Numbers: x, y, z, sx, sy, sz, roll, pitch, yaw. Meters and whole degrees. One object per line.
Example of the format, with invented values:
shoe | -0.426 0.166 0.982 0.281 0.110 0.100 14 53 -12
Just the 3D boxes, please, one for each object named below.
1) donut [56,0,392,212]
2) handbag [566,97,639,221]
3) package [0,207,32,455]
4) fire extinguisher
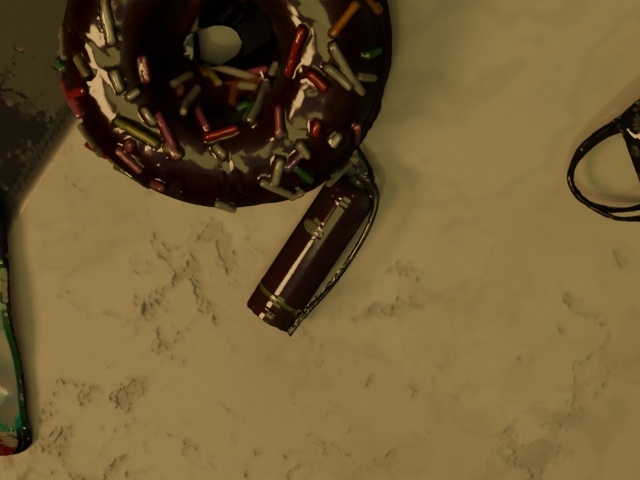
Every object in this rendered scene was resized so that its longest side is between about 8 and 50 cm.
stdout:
donut | -0.074 -0.145 1.374 0.270 0.103 0.269 3 108 8
handbag | 0.254 -0.062 1.389 0.139 0.072 0.115 -15 106 24
package | -0.327 0.076 1.503 0.166 0.040 0.232 1 108 6
fire extinguisher | 0.000 0.000 1.440 0.064 0.043 0.158 45 111 30
